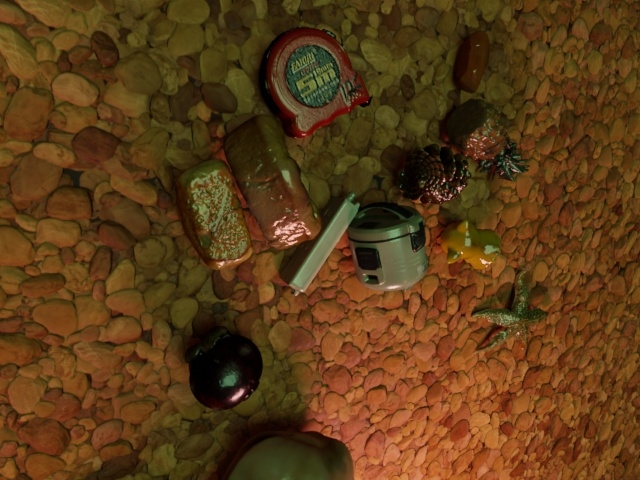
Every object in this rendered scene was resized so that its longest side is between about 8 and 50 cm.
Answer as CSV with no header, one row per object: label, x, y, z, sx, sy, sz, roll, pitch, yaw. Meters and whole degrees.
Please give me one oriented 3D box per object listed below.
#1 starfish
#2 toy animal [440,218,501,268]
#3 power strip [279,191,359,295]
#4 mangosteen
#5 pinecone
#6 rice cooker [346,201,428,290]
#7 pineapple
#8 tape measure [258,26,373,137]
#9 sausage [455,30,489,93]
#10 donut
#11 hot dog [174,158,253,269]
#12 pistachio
starfish,0.731,0.321,1.629,0.357,0.078,0.347,-49,119,-8
toy animal,0.502,0.018,1.416,0.230,0.156,0.155,13,96,-30
power strip,0.000,0.000,1.202,0.058,0.098,0.338,36,85,-24
mangosteen,-0.252,0.332,1.115,0.210,0.210,0.209,-6,104,-24
pinecone,0.346,-0.192,1.277,0.213,0.186,0.168,8,84,-42
rice cooker,0.189,0.010,1.221,0.226,0.226,0.243,-17,109,-20
pineapple,0.546,-0.299,1.367,0.341,0.169,0.169,26,90,-35
tape measure,-0.026,-0.403,1.093,0.253,0.114,0.260,-35,110,-14
sausage,0.458,-0.539,1.300,0.089,0.089,0.179,11,92,-26
donut,-0.112,-0.135,1.022,0.150,0.299,0.317,-24,87,-4
hot dog,-0.259,-0.066,1.038,0.150,0.153,0.256,-22,112,-23
pistachio,-0.109,0.716,1.210,0.446,0.281,0.365,-31,97,-15
